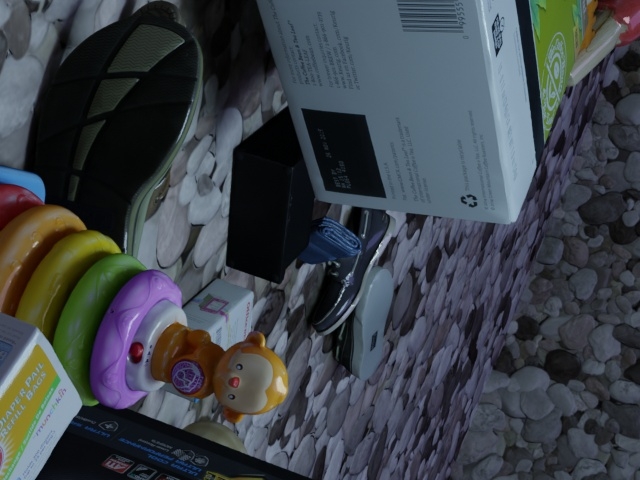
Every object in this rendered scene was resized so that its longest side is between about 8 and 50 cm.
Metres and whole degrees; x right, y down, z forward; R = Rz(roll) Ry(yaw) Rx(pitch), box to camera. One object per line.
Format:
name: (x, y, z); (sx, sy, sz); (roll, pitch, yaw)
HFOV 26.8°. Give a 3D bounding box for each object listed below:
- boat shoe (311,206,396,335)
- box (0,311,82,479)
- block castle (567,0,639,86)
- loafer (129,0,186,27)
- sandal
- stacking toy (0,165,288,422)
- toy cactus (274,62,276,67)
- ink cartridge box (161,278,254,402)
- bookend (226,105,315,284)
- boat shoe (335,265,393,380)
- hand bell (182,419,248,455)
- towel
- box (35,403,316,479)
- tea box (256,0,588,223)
boat shoe: (0.032, 0.037, 1.911); (0.065, 0.075, 0.206); (37, 72, -25)
box: (-0.273, 0.091, 0.852); (0.114, 0.203, 0.103); (-62, 159, -28)
block castle: (0.260, -0.425, 1.552); (0.213, 0.303, 0.453); (-44, 154, -19)
loafer: (-0.159, -0.143, 1.197); (0.148, 0.056, 0.050); (-65, 163, 11)
sandal: (-0.184, -0.049, 1.142); (0.086, 0.120, 0.302); (-50, 161, -74)
stacking toy: (-0.162, 0.064, 0.987); (0.166, 0.302, 0.175); (2, 106, -71)
toy cactus: (0.011, -0.256, 1.530); (0.180, 0.112, 0.219); (108, -1, -84)
ink cartridge box: (-0.127, 0.111, 1.512); (0.122, 0.052, 0.088); (-41, 145, -54)
bookend: (-0.038, -0.059, 1.574); (0.157, 0.072, 0.156); (-47, 150, -52)
boat shoe: (0.055, 0.118, 1.999); (0.078, 0.070, 0.219); (-38, 148, -40)
hand bell: (-0.193, 0.263, 1.439); (0.242, 0.126, 0.126); (6, 102, -57)
towel: (0.000, 0.000, 1.659); (0.119, 0.067, 0.029); (-16, -135, 59)
box: (-0.172, 0.261, 1.150); (0.293, 0.295, 0.073); (-37, 141, -58)
tea box: (0.112, -0.248, 1.310); (0.329, 0.220, 0.323); (73, 33, -46)
